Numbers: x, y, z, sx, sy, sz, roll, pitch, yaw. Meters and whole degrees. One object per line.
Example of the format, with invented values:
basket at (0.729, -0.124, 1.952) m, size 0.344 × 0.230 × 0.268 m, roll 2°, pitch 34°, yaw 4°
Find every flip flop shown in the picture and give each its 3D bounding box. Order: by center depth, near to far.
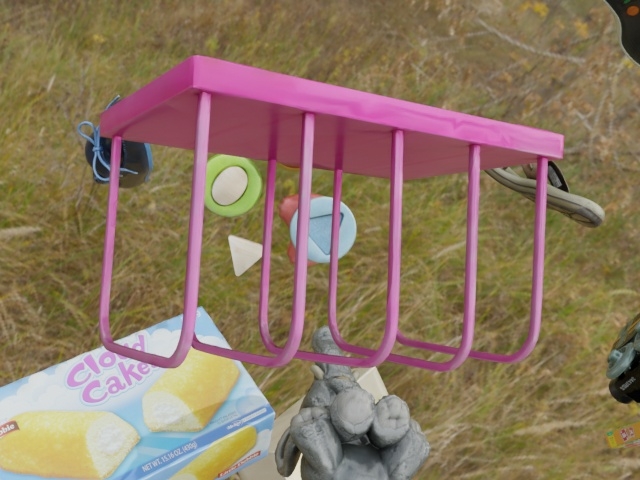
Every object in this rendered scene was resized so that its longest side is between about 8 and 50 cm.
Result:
flip flop at (0.380, -0.104, 1.260) m, size 0.112 × 0.080 × 0.277 m, roll 23°, pitch 9°, yaw -32°

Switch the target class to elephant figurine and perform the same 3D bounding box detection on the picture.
elephant figurine at (0.023, 0.233, 0.907) m, size 0.186 × 0.239 × 0.169 m, roll -42°, pitch 102°, yaw -11°

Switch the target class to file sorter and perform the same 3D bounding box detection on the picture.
file sorter at (0.000, 0.000, 0.551) m, size 0.291 × 0.202 × 0.182 m, roll 5°, pitch 86°, yaw -30°

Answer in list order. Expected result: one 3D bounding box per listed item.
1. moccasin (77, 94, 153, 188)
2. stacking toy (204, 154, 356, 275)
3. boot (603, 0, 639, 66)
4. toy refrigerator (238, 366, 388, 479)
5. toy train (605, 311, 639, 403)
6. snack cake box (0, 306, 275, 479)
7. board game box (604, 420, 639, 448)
moccasin at (-0.386, -0.158, 1.397) m, size 0.117 × 0.342 × 0.137 m, roll -14°, pitch 77°, yaw -17°
stacking toy at (-0.085, -0.075, 1.436) m, size 0.130 × 0.280 × 0.308 m, roll -135°, pitch -156°, yaw -80°
boot at (0.549, -0.430, 1.281) m, size 0.244 × 0.088 × 0.176 m, roll 46°, pitch 45°, yaw -29°
toy refrigerator at (-0.003, 0.306, 1.170) m, size 0.270 × 0.102 × 0.094 m, roll -29°, pitch 97°, yaw -48°
toy train at (0.609, 0.149, 1.246) m, size 0.142 × 0.333 × 0.190 m, roll 34°, pitch 46°, yaw 10°
snack cake box at (-0.196, 0.184, 0.700) m, size 0.265 × 0.089 × 0.152 m, roll -21°, pitch 54°, yaw -29°
board game box at (0.612, 0.296, 1.223) m, size 0.124 × 0.259 × 0.039 m, roll 4°, pitch 58°, yaw -27°
